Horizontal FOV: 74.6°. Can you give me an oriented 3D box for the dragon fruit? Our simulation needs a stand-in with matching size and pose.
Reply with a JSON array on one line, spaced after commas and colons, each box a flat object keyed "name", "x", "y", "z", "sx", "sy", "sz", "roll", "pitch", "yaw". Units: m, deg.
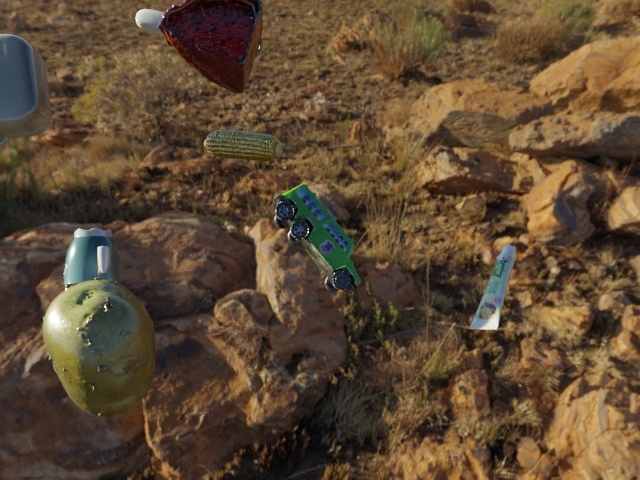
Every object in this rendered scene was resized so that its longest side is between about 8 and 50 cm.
[{"name": "dragon fruit", "x": -0.182, "y": -0.350, "z": 0.723, "sx": 0.160, "sy": 0.127, "sz": 0.121, "roll": 17, "pitch": 76, "yaw": -15}]

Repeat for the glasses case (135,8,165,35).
[{"name": "glasses case", "x": -0.541, "y": -0.753, "z": 1.465, "sx": 0.193, "sy": 0.049, "sz": 0.074, "roll": 12, "pitch": 65, "yaw": -10}]

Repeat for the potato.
[{"name": "potato", "x": -0.509, "y": 0.275, "z": 1.009, "sx": 0.219, "sy": 0.359, "sz": 0.269, "roll": -17, "pitch": 30, "yaw": -31}]

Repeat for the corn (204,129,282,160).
[{"name": "corn", "x": -0.214, "y": -0.261, "z": 1.156, "sx": 0.238, "sy": 0.080, "sz": 0.080, "roll": 8, "pitch": 38, "yaw": 18}]

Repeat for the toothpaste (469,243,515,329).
[{"name": "toothpaste", "x": 0.512, "y": 0.134, "z": 1.221, "sx": 0.056, "sy": 0.058, "sz": 0.314, "roll": 26, "pitch": 54, "yaw": 13}]

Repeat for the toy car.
[{"name": "toy car", "x": 0.000, "y": 0.000, "z": 0.573, "sx": 0.062, "sy": 0.071, "sz": 0.165, "roll": -39, "pitch": 88, "yaw": -12}]

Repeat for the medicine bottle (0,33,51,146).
[{"name": "medicine bottle", "x": -0.882, "y": -0.365, "z": 1.031, "sx": 0.374, "sy": 0.283, "sz": 0.123, "roll": -10, "pitch": -5, "yaw": -10}]

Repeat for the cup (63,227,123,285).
[{"name": "cup", "x": -0.720, "y": 0.053, "z": 1.338, "sx": 0.167, "sy": 0.173, "sz": 0.299, "roll": 2, "pitch": -10, "yaw": -40}]
